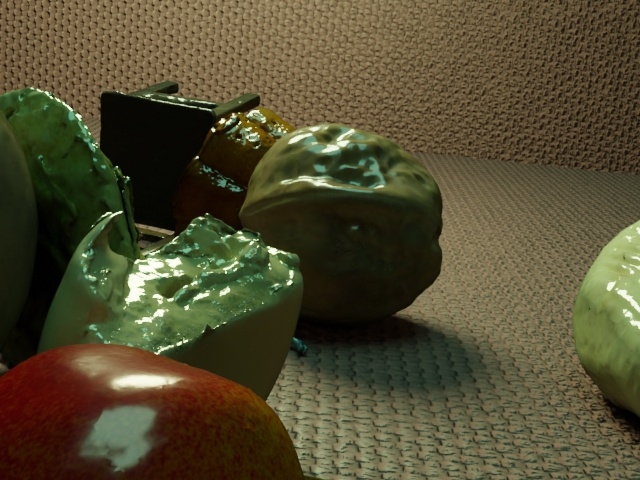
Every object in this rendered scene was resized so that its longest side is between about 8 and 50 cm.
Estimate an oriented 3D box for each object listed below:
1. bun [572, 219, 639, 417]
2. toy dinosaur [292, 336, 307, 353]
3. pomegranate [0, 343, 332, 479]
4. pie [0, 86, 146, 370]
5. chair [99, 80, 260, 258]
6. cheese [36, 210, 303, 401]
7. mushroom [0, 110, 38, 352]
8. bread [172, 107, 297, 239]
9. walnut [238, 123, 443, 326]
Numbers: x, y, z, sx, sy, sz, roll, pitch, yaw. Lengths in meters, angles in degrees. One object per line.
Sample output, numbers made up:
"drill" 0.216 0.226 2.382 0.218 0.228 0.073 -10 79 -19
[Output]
"bun" 0.453 0.098 1.082 0.361 0.213 0.361 -19 23 8
"toy dinosaur" -0.093 0.094 1.209 0.197 0.045 0.080 26 10 37
"pomegranate" -0.099 0.169 0.571 0.256 0.221 0.221 9 9 -37
"pie" -0.266 0.006 0.959 0.071 0.307 0.306 -13 23 -42
"chair" -0.270 -0.118 1.580 0.203 0.241 0.416 13 14 17
"cheese" -0.125 0.090 0.842 0.127 0.233 0.266 24 22 22
"mushroom" -0.411 -0.002 0.790 0.294 0.363 0.362 14 16 33
"bread" -0.115 -0.087 1.507 0.135 0.247 0.232 28 38 18
"walnut" 0.027 -0.018 1.273 0.273 0.273 0.227 1 12 -19
